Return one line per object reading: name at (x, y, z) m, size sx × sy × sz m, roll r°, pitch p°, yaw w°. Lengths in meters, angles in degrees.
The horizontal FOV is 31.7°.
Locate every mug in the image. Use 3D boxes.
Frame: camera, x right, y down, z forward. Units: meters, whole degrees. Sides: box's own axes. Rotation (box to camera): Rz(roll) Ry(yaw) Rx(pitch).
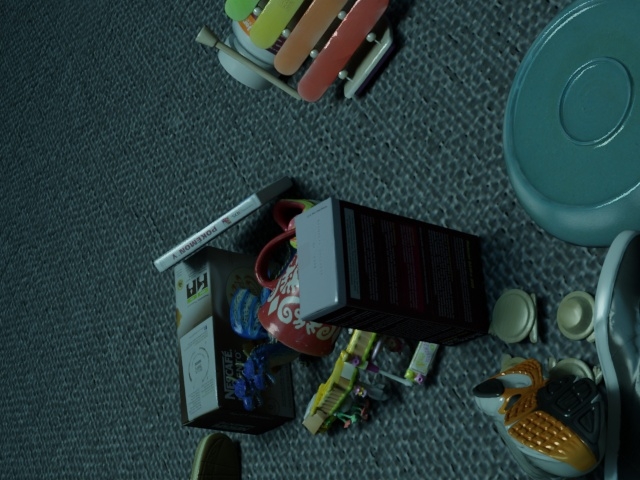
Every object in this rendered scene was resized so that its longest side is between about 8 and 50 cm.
mug at (-0.010, 0.042, 1.463) m, size 0.169 × 0.150 × 0.113 m, roll -61°, pitch -2°, yaw 20°

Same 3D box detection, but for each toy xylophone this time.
toy xylophone at (-0.053, -0.322, 1.627) m, size 0.236 × 0.323 × 0.081 m, roll -60°, pitch 3°, yaw 30°

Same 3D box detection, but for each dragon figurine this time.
dragon figurine at (-0.068, 0.097, 1.581) m, size 0.085 × 0.144 × 0.289 m, roll -31°, pitch 56°, yaw 43°

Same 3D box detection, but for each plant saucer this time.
plant saucer at (0.316, -0.151, 1.256) m, size 0.318 × 0.044 × 0.317 m, roll -19°, pitch 64°, yaw 47°

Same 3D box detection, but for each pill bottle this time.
pill bottle at (-0.060, -0.345, 1.733) m, size 0.221 × 0.121 × 0.121 m, roll -51°, pitch 44°, yaw 29°

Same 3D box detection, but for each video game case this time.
video game case at (-0.138, -0.027, 1.655) m, size 0.183 × 0.201 × 0.023 m, roll -33°, pitch 92°, yaw 15°

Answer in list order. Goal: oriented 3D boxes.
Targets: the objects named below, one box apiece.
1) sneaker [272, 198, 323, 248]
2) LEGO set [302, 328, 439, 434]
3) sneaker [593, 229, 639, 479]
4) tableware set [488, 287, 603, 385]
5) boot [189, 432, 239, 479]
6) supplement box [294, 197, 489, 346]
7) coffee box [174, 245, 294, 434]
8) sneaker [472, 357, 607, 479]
sneaker at (0.000, 0.000, 1.567) m, size 0.208 × 0.094 × 0.081 m, roll 36°, pitch 106°, yaw 49°
LEGO set at (0.072, 0.165, 1.448) m, size 0.132 × 0.107 × 0.287 m, roll -75°, pitch 9°, yaw -69°
sneaker at (0.350, 0.130, 1.077) m, size 0.147 × 0.105 × 0.295 m, roll -11°, pitch 76°, yaw 48°
tableware set at (0.252, 0.124, 1.266) m, size 0.169 × 0.020 × 0.141 m, roll -1°, pitch 80°, yaw 51°
boot at (-0.200, 0.397, 1.710) m, size 0.165 × 0.077 × 0.213 m, roll -9°, pitch 74°, yaw 53°
supplement box at (0.086, 0.041, 1.321) m, size 0.073 × 0.240 × 0.130 m, roll -28°, pitch 57°, yaw 46°
coffee box at (-0.129, 0.148, 1.645) m, size 0.098 × 0.141 × 0.246 m, roll -31°, pitch 55°, yaw 43°
sneaker at (0.241, 0.201, 1.133) m, size 0.099 × 0.121 × 0.262 m, roll -29°, pitch 7°, yaw -1°
